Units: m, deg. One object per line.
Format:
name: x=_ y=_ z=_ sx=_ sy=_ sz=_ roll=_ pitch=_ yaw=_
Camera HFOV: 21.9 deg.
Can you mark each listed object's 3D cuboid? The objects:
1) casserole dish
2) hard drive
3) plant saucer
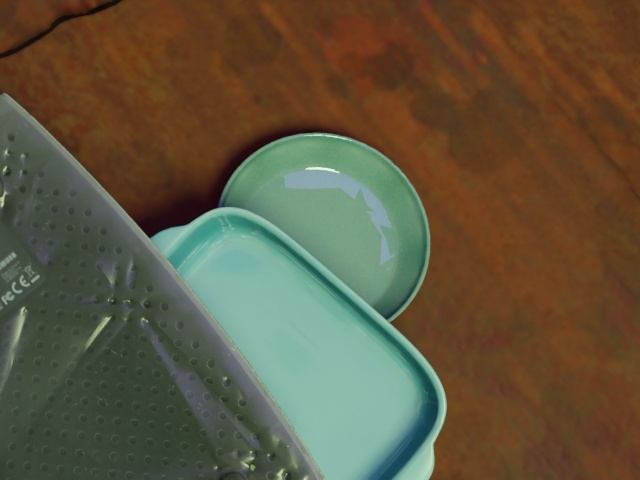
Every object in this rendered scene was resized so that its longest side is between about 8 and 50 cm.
casserole dish: x=-0.020 y=0.066 z=0.854 sx=0.188 sy=0.037 sz=0.114 roll=41 pitch=96 yaw=5
hard drive: x=-0.131 y=0.074 z=0.814 sx=0.172 sy=0.054 sz=0.255 roll=-40 pitch=84 yaw=0
plant saucer: x=0.000 y=0.000 z=0.905 sx=0.119 sy=0.021 sz=0.119 roll=3 pitch=72 yaw=-10
